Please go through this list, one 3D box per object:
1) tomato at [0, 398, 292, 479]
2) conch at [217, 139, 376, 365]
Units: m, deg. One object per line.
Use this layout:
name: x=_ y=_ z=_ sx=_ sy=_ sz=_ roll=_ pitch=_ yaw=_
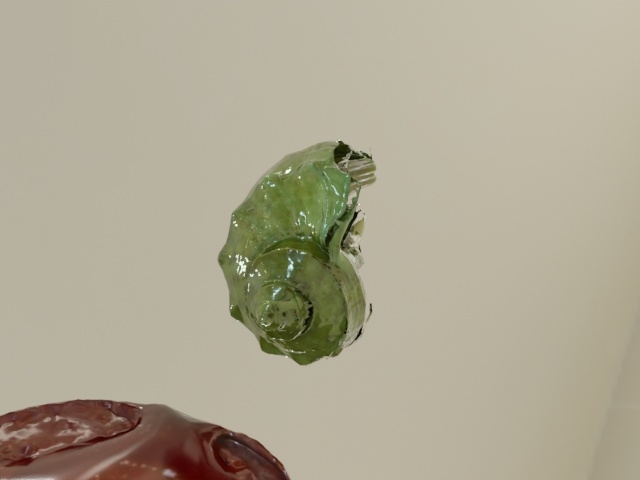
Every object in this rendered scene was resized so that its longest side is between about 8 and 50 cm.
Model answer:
tomato: x=-0.098 y=0.181 z=0.568 sx=0.200 sy=0.233 sz=0.140 roll=2 pitch=-61 yaw=0
conch: x=0.000 y=0.000 z=0.601 sx=0.074 sy=0.089 sz=0.121 roll=34 pitch=-144 yaw=4
